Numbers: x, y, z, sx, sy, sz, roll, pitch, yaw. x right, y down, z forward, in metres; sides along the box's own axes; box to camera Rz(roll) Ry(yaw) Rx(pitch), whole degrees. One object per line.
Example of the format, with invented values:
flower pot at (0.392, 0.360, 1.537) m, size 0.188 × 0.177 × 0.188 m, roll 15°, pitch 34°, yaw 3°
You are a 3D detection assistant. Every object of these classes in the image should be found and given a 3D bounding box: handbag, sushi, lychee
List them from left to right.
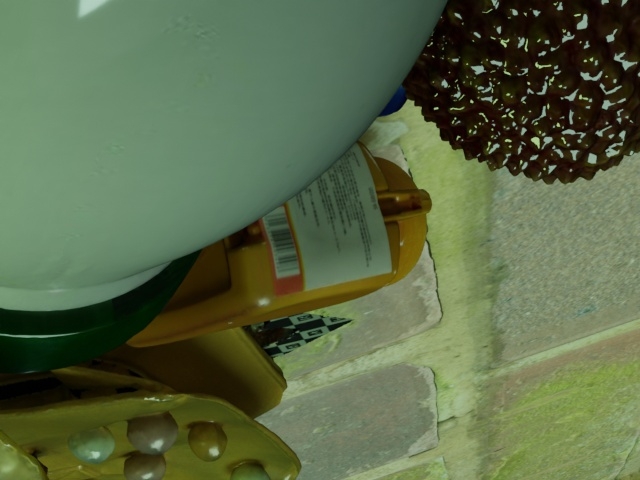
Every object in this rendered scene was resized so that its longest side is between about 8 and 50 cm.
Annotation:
handbag at (-0.191, 0.159, 1.137) m, size 0.283 × 0.133 × 0.401 m, roll -9°, pitch 160°, yaw 10°
sushi at (-0.052, 0.076, 1.190) m, size 0.120 × 0.026 × 0.126 m, roll -29°, pitch 153°, yaw 37°
lychee at (0.124, -0.121, 0.730) m, size 0.188 × 0.188 × 0.188 m, roll -16°, pitch 156°, yaw -7°

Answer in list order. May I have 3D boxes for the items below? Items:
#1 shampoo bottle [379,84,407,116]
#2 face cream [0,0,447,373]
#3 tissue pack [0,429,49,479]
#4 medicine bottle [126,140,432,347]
shampoo bottle at (-0.034, -0.093, 0.818) m, size 0.183 × 0.050 × 0.087 m, roll -12°, pitch 163°, yaw -16°
face cream at (-0.099, -0.106, 0.532) m, size 0.312 × 0.219 × 0.357 m, roll -6°, pitch 154°, yaw -28°
tissue pack at (-0.321, 0.175, 0.693) m, size 0.293 × 0.228 × 0.382 m, roll -54°, pitch -164°, yaw -14°
medicine bottle at (-0.029, -0.003, 0.898) m, size 0.149 × 0.112 × 0.222 m, roll -17°, pitch 175°, yaw 39°
